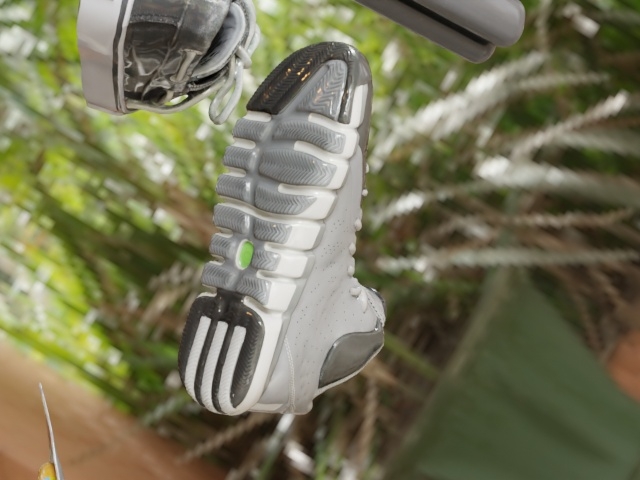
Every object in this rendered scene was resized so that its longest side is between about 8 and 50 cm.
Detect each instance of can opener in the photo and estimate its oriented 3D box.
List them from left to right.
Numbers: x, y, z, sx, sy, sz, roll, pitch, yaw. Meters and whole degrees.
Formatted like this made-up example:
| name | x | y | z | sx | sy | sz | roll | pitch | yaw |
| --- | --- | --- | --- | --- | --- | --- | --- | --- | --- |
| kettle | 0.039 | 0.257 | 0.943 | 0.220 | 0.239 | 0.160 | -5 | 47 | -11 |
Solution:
| name | x | y | z | sx | sy | sz | roll | pitch | yaw |
| --- | --- | --- | --- | --- | --- | --- | --- | --- | --- |
| can opener | 0.043 | -0.235 | 1.544 | 0.074 | 0.280 | 0.093 | -27 | 40 | 55 |

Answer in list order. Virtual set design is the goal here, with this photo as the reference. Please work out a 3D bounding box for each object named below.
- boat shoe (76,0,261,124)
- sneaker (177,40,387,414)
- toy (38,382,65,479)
| name | x | y | z | sx | sy | sz | roll | pitch | yaw |
| --- | --- | --- | --- | --- | --- | --- | --- | --- | --- |
| boat shoe | -0.093 | -0.138 | 1.288 | 0.306 | 0.105 | 0.113 | 115 | 175 | -79 |
| sneaker | 0.000 | 0.000 | 1.169 | 0.132 | 0.086 | 0.228 | 18 | -87 | -49 |
| toy | -0.183 | 0.217 | 1.287 | 0.237 | 0.056 | 0.137 | -121 | 23 | -56 |
